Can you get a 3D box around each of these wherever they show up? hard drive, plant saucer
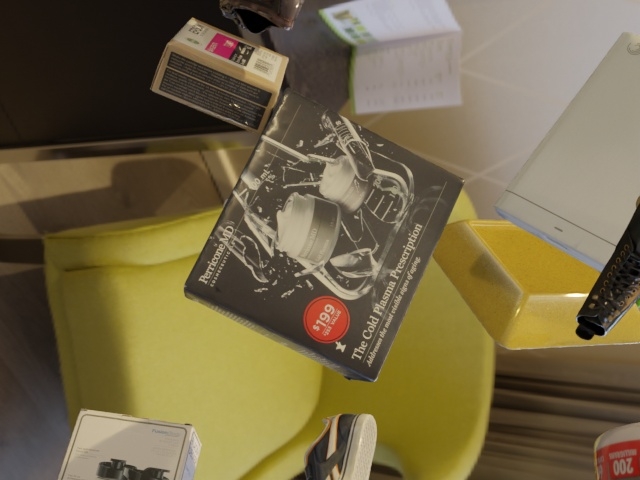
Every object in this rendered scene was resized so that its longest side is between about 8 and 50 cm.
[{"bbox_3d":[0.459,-0.136,1.174,0.353,0.233,0.047,-53,141,-3],"label":"hard drive"},{"bbox_3d":[0.404,0.058,1.451,0.332,0.333,0.081,1,124,-23],"label":"plant saucer"}]

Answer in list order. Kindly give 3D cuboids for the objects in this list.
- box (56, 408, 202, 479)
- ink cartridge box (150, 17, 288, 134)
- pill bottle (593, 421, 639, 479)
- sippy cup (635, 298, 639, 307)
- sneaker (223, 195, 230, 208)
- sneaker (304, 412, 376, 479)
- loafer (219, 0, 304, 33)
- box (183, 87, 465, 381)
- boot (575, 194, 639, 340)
[{"bbox_3d":[-0.273,0.383,1.030,0.087,0.169,0.290,86,11,-58],"label":"box"},{"bbox_3d":[-0.162,-0.284,1.318,0.235,0.193,0.088,-88,-158,-63],"label":"ink cartridge box"},{"bbox_3d":[0.334,0.316,0.684,0.161,0.161,0.283,42,46,-50],"label":"pill bottle"},{"bbox_3d":[0.587,0.028,1.702,0.305,0.224,0.240,6,95,-16],"label":"sippy cup"},{"bbox_3d":[-0.115,-0.047,1.749,0.094,0.235,0.153,-1,75,-61],"label":"sneaker"},{"bbox_3d":[0.029,0.528,1.679,0.126,0.127,0.321,60,37,-43],"label":"sneaker"},{"bbox_3d":[-0.121,-0.425,1.435,0.109,0.302,0.095,11,93,-29],"label":"loafer"},{"bbox_3d":[0.000,0.000,1.215,0.343,0.312,0.179,-65,-176,-12],"label":"box"},{"bbox_3d":[0.339,0.033,0.841,0.137,0.077,0.198,-49,154,-12],"label":"boot"}]
